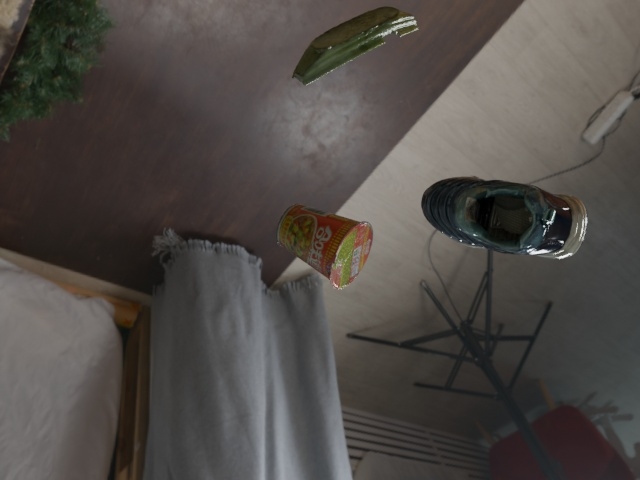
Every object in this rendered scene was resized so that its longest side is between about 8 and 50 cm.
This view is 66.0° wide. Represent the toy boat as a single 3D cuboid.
[{"bbox_3d":[0.069,-0.397,0.978,0.292,0.093,0.055,-33,140,-18],"label":"toy boat"}]

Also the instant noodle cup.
[{"bbox_3d":[0.000,0.000,1.301,0.193,0.212,0.193,-39,143,-38],"label":"instant noodle cup"}]

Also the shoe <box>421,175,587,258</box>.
[{"bbox_3d":[0.139,-0.021,0.409,0.071,0.142,0.064,6,99,-41],"label":"shoe"}]
